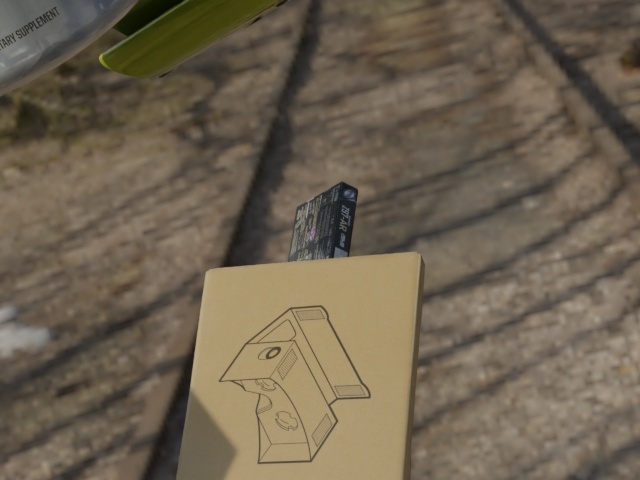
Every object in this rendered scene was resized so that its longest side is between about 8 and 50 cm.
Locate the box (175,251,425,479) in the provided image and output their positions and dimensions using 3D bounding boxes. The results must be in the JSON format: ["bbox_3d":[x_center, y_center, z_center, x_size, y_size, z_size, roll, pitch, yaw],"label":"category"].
[{"bbox_3d":[-0.014,0.104,1.121,0.164,0.021,0.201,-4,58,17],"label":"box"}]

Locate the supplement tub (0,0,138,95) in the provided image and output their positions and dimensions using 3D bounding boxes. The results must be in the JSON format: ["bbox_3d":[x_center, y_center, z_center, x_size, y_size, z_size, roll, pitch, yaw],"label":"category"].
[{"bbox_3d":[-0.262,-0.250,1.022,0.193,0.316,0.193,-27,20,11],"label":"supplement tub"}]

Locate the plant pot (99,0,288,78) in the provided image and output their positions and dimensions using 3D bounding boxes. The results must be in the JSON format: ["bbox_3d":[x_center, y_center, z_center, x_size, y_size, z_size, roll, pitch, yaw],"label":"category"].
[{"bbox_3d":[-0.087,-0.264,1.233,0.228,0.207,0.227,-25,9,39],"label":"plant pot"}]

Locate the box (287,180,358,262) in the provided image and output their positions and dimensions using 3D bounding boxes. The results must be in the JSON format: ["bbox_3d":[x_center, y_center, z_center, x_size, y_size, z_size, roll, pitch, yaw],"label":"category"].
[{"bbox_3d":[0.000,0.000,1.349,0.018,0.083,0.067,25,-33,-28],"label":"box"}]
